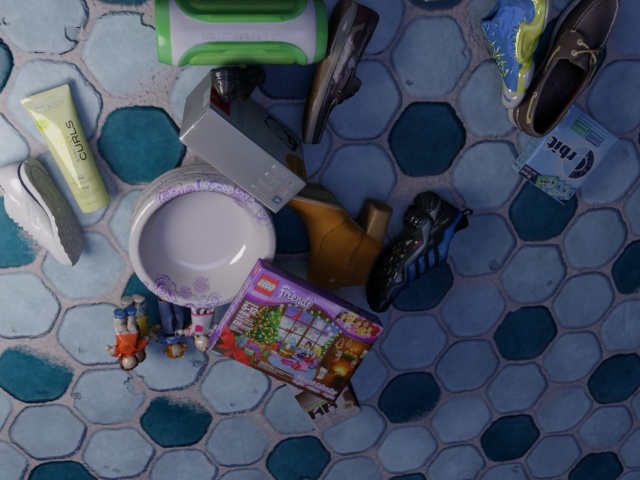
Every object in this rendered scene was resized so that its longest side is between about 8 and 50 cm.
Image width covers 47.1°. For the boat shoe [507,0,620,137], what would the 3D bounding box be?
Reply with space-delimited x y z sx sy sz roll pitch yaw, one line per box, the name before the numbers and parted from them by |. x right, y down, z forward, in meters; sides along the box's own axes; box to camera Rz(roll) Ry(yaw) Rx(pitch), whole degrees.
boat shoe | 0.505 -0.357 1.484 0.117 0.096 0.324 24 110 -23

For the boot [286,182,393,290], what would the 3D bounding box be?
boot | 0.000 0.000 1.557 0.295 0.104 0.211 12 114 -23

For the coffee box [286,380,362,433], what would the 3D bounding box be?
coffee box | -0.031 0.262 1.652 0.119 0.168 0.297 -27 120 2

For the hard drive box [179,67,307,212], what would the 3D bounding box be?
hard drive box | -0.142 -0.187 1.376 0.232 0.181 0.089 36 115 -27

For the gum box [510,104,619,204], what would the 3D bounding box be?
gum box | 0.535 -0.192 1.611 0.157 0.041 0.184 29 109 -25

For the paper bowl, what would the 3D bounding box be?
paper bowl | -0.236 -0.017 1.469 0.284 0.148 0.284 -6 118 -10

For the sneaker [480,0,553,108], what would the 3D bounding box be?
sneaker | 0.368 -0.386 1.459 0.126 0.091 0.240 12 116 2

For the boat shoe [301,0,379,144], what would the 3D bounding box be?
boat shoe | 0.036 -0.311 1.403 0.092 0.103 0.285 13 108 -13

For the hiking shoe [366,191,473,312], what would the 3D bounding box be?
hiking shoe | 0.215 0.046 1.623 0.132 0.113 0.304 23 110 -22

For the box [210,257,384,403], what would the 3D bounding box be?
box | -0.047 0.186 1.481 0.293 0.057 0.200 27 103 -19

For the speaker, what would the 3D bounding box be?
speaker | -0.142 -0.374 1.313 0.297 0.131 0.131 -3 118 -11

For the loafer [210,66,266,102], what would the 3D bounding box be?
loafer | -0.148 -0.284 1.344 0.062 0.170 0.061 -1 102 24

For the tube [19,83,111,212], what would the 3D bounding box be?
tube | -0.473 -0.169 1.391 0.070 0.062 0.240 -39 123 -38

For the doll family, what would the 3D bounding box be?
doll family | -0.346 0.191 1.593 0.263 0.118 0.163 -11 114 -28

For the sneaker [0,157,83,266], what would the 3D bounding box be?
sneaker | -0.547 -0.047 1.432 0.095 0.090 0.235 -15 117 10
